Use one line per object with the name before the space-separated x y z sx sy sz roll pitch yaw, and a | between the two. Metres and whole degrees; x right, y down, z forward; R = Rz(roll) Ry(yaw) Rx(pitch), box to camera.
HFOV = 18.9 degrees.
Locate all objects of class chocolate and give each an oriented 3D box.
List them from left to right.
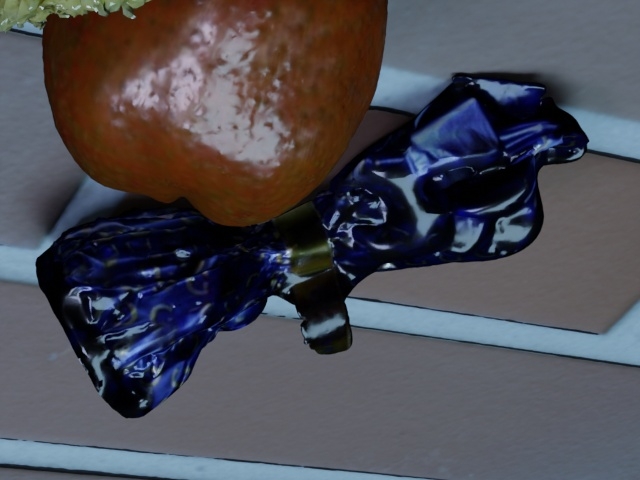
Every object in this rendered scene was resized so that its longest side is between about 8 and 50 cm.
chocolate | 0.004 -0.001 1.194 0.343 0.126 0.148 -21 108 -2

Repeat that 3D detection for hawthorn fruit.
hawthorn fruit | -0.048 -0.102 0.968 0.189 0.189 0.189 -9 145 -6

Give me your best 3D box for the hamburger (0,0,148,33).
hamburger | -0.100 -0.178 0.791 0.243 0.262 0.139 -15 120 10
